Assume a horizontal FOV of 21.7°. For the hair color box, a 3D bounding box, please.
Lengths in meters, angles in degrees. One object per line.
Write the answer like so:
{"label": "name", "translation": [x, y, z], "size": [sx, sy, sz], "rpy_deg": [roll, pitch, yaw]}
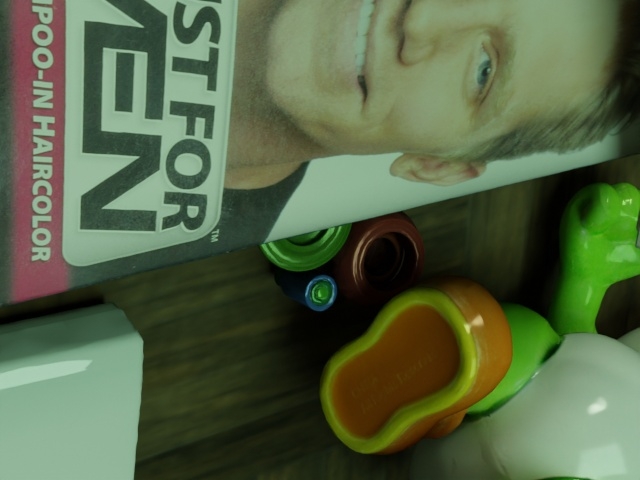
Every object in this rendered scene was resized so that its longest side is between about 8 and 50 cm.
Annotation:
{"label": "hair color box", "translation": [-0.017, -0.098, 0.643], "size": [0.347, 0.105, 0.174], "rpy_deg": [-15, 129, -28]}

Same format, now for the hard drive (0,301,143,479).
{"label": "hard drive", "translation": [-0.229, 0.145, 0.713], "size": [0.307, 0.040, 0.203], "rpy_deg": [-12, 127, -29]}

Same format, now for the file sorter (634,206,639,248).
{"label": "file sorter", "translation": [0.244, -0.128, 0.658], "size": [0.278, 0.173, 0.193], "rpy_deg": [86, 23, -56]}

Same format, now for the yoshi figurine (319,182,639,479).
{"label": "yoshi figurine", "translation": [0.185, 0.087, 0.856], "size": [0.362, 0.203, 0.204], "rpy_deg": [1, 110, -50]}

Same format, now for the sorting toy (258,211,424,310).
{"label": "sorting toy", "translation": [0.000, 0.000, 0.779], "size": [0.102, 0.042, 0.061], "rpy_deg": [30, 86, -32]}
